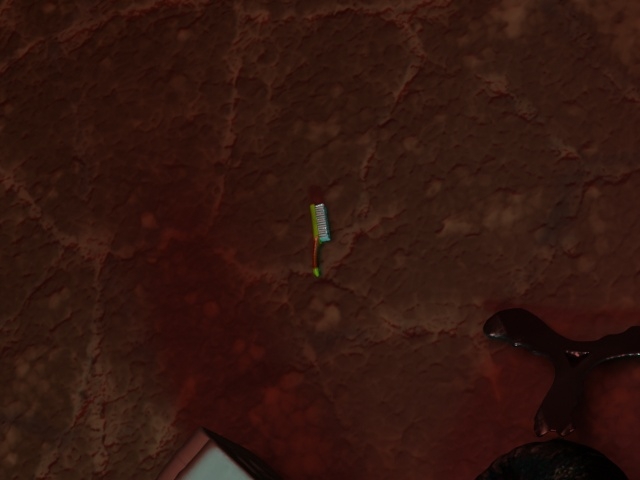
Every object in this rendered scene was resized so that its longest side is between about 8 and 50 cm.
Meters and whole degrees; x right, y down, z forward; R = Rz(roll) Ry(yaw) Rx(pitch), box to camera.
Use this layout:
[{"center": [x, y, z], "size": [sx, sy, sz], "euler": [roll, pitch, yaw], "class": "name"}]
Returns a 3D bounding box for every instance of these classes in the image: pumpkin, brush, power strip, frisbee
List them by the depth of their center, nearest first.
[{"center": [0.215, 0.290, 1.659], "size": [0.212, 0.152, 0.211], "euler": [-19, 60, 38], "class": "pumpkin"}, {"center": [-0.077, 0.299, 1.728], "size": [0.229, 0.261, 0.141], "euler": [39, 89, 27], "class": "power strip"}, {"center": [0.247, 0.130, 1.741], "size": [0.211, 0.012, 0.187], "euler": [6, 42, 25], "class": "frisbee"}, {"center": [0.000, 0.000, 1.929], "size": [0.021, 0.019, 0.083], "euler": [-5, 69, 11], "class": "brush"}]
